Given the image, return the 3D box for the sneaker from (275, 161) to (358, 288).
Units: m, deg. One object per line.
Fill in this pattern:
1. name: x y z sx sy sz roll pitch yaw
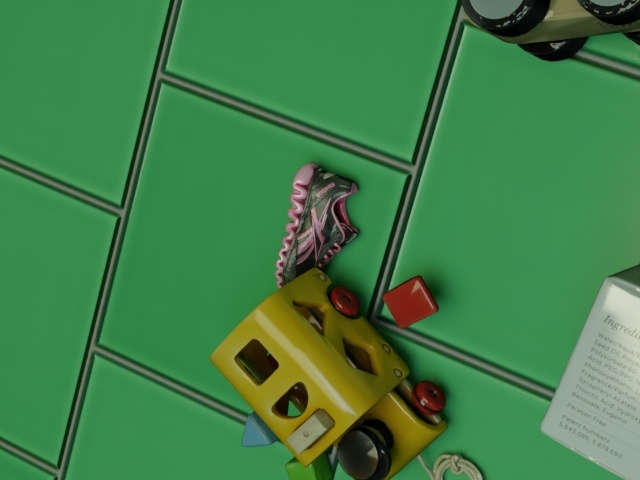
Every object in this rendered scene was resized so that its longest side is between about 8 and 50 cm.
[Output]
1. sneaker: 0.000 0.000 1.280 0.057 0.047 0.119 14 104 15

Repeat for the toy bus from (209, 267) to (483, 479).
1. toy bus: 0.010 0.124 1.233 0.202 0.104 0.191 5 108 28

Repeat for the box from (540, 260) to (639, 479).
1. box: 0.271 0.100 1.063 0.182 0.181 0.119 28 109 23

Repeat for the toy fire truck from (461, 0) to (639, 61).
1. toy fire truck: 0.199 -0.263 1.093 0.217 0.158 0.246 -3 83 29
